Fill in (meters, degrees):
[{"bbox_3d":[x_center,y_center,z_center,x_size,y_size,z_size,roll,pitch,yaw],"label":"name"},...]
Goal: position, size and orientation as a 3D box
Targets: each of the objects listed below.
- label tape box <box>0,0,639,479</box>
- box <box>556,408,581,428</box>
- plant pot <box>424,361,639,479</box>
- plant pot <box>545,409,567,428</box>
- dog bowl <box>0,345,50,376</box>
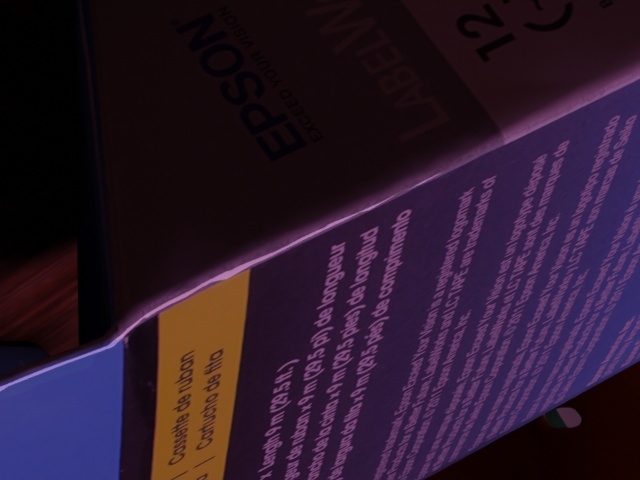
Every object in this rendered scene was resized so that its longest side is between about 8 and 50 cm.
[{"bbox_3d":[0.000,0.000,0.619,0.348,0.115,0.249,-25,156,-19],"label":"label tape box"},{"bbox_3d":[0.375,0.058,1.669,0.345,0.168,0.215,-21,164,-41],"label":"box"},{"bbox_3d":[0.083,0.134,1.085,0.291,0.291,0.203,-25,-178,-27],"label":"plant pot"},{"bbox_3d":[0.292,0.257,1.951,0.334,0.341,0.341,-38,169,-13],"label":"plant pot"},{"bbox_3d":[-0.179,0.106,0.760,0.166,0.074,0.297,-35,166,13],"label":"dog bowl"}]
